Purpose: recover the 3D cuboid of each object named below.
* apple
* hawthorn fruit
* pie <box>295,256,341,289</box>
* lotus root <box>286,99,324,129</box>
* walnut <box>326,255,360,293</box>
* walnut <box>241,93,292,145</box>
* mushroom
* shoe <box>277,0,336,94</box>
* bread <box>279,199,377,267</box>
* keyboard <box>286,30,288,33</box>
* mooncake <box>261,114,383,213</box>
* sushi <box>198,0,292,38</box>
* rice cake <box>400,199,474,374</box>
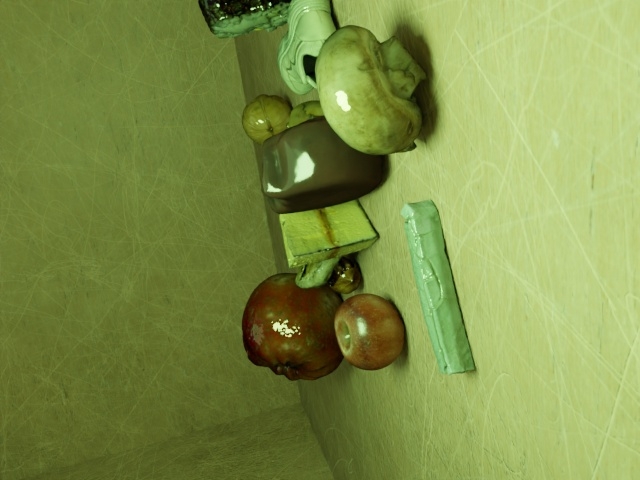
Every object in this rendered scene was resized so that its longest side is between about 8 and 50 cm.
[{"bbox_3d":[0.129,0.229,1.521,0.201,0.162,0.201,170,90,-67],"label":"apple"},{"bbox_3d":[-0.081,0.291,2.135,0.403,0.403,0.402,167,90,-79],"label":"hawthorn fruit"},{"bbox_3d":[0.000,0.000,1.801,0.339,0.077,0.338,-162,90,-76],"label":"pie"},{"bbox_3d":[-0.019,-0.323,1.693,0.303,0.131,0.146,-152,73,-74],"label":"lotus root"},{"bbox_3d":[0.064,0.104,1.808,0.207,0.116,0.115,-149,48,-74],"label":"walnut"},{"bbox_3d":[-0.198,-0.457,2.252,0.221,0.196,0.195,-116,17,-66],"label":"walnut"},{"bbox_3d":[0.096,-0.263,1.069,0.255,0.184,0.255,45,-164,-17],"label":"mushroom"},{"bbox_3d":[-0.027,-0.463,1.573,0.342,0.132,0.210,111,148,-64],"label":"shoe"},{"bbox_3d":[0.010,-0.044,1.566,0.135,0.240,0.178,117,138,-72],"label":"bread"},{"bbox_3d":[-0.095,-0.616,2.031,0.055,0.014,0.176,-158,56,-77],"label":"keyboard"},{"bbox_3d":[-0.014,-0.173,1.399,0.326,0.334,0.174,-5,-97,-61],"label":"mooncake"},{"bbox_3d":[-0.177,-0.653,1.585,0.196,0.344,0.181,94,161,-86],"label":"sushi"},{"bbox_3d":[0.221,0.088,1.139,0.063,0.066,0.336,155,102,-69],"label":"rice cake"}]
